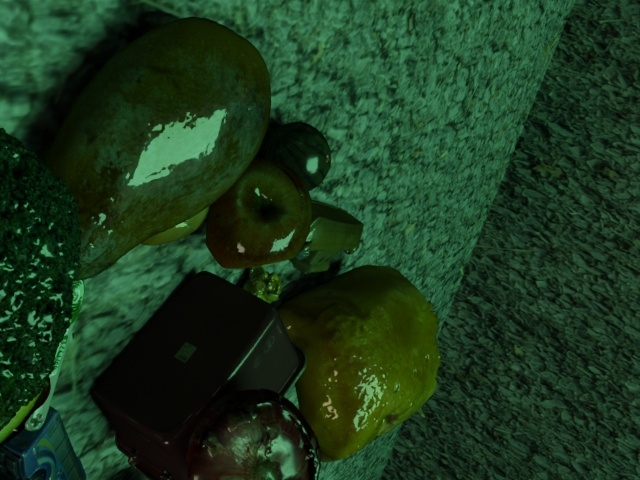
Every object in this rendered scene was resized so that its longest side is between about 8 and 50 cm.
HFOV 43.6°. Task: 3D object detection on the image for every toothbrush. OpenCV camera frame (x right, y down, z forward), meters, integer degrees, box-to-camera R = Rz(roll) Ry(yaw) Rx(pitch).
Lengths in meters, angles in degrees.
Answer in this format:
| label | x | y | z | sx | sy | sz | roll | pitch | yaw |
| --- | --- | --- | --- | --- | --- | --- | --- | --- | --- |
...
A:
| label | x | y | z | sx | sy | sz | roll | pitch | yaw |
| --- | --- | --- | --- | --- | --- | --- | --- | --- | --- |
| toothbrush | -0.280 | 0.068 | 0.890 | 0.030 | 0.030 | 0.304 | 9 | 99 | -69 |

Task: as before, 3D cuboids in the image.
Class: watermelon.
| label | x | y | z | sx | sy | sz | roll | pitch | yaw |
| --- | --- | --- | --- | --- | --- | --- | --- | --- | --- |
| watermelon | -0.030 | -0.118 | 1.202 | 0.105 | 0.105 | 0.133 | -59 | 143 | -10 |

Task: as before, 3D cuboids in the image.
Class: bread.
| label | x | y | z | sx | sy | sz | roll | pitch | yaw |
| --- | --- | --- | --- | --- | --- | --- | --- | --- | --- |
| bread | -0.183 | -0.034 | 1.015 | 0.115 | 0.056 | 0.082 | -27 | 139 | -58 |
| bread | 0.083 | 0.251 | 1.594 | 0.394 | 0.250 | 0.361 | -19 | 100 | -62 |

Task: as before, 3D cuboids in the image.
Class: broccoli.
| label | x | y | z | sx | sy | sz | roll | pitch | yaw |
| --- | --- | --- | --- | --- | --- | --- | --- | --- | --- |
| broccoli | -0.314 | 0.012 | 0.542 | 0.297 | 0.297 | 0.297 | -15 | 143 | -11 |

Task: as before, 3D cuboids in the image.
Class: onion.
| label | x | y | z | sx | sy | sz | roll | pitch | yaw |
| --- | --- | --- | --- | --- | --- | --- | --- | --- | --- |
| onion | -0.095 | 0.283 | 1.042 | 0.184 | 0.184 | 0.147 | -54 | -165 | -22 |

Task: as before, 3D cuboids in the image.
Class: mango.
| label | x | y | z | sx | sy | sz | roll | pitch | yaw |
| --- | --- | --- | --- | --- | --- | --- | --- | --- | --- |
| mango | -0.175 | -0.097 | 0.829 | 0.316 | 0.146 | 0.193 | -50 | 139 | -16 |

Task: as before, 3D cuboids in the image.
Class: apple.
| label | x | y | z | sx | sy | sz | roll | pitch | yaw |
| --- | --- | --- | --- | --- | --- | --- | --- | --- | --- |
| apple | -0.086 | -0.030 | 1.108 | 0.147 | 0.146 | 0.163 | 132 | -40 | -65 |

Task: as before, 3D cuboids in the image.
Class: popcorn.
| label | x | y | z | sx | sy | sz | roll | pitch | yaw |
| --- | --- | --- | --- | --- | --- | --- | --- | --- | --- |
| popcorn | -0.106 | 0.075 | 1.350 | 0.084 | 0.084 | 0.084 | -50 | 156 | -31 |

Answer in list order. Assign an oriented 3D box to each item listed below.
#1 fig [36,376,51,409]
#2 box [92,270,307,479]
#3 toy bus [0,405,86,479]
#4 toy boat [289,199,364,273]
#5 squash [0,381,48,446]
| label | x | y | z | sx | sy | sz | roll | pitch | yaw |
| --- | --- | --- | --- | --- | --- | --- | --- | --- | --- |
| fig | -0.351 | 0.160 | 0.841 | 0.125 | 0.089 | 0.089 | -36 | 158 | 1 |
| box | -0.171 | 0.198 | 1.152 | 0.294 | 0.193 | 0.167 | -51 | 152 | -26 |
| toy bus | -0.346 | 0.287 | 0.990 | 0.094 | 0.079 | 0.236 | -49 | 156 | -35 |
| toy boat | 0.000 | 0.000 | 1.461 | 0.121 | 0.089 | 0.321 | -60 | 162 | 9 |
| squash | -0.382 | 0.151 | 0.752 | 0.192 | 0.085 | 0.184 | 10 | 136 | -43 |
